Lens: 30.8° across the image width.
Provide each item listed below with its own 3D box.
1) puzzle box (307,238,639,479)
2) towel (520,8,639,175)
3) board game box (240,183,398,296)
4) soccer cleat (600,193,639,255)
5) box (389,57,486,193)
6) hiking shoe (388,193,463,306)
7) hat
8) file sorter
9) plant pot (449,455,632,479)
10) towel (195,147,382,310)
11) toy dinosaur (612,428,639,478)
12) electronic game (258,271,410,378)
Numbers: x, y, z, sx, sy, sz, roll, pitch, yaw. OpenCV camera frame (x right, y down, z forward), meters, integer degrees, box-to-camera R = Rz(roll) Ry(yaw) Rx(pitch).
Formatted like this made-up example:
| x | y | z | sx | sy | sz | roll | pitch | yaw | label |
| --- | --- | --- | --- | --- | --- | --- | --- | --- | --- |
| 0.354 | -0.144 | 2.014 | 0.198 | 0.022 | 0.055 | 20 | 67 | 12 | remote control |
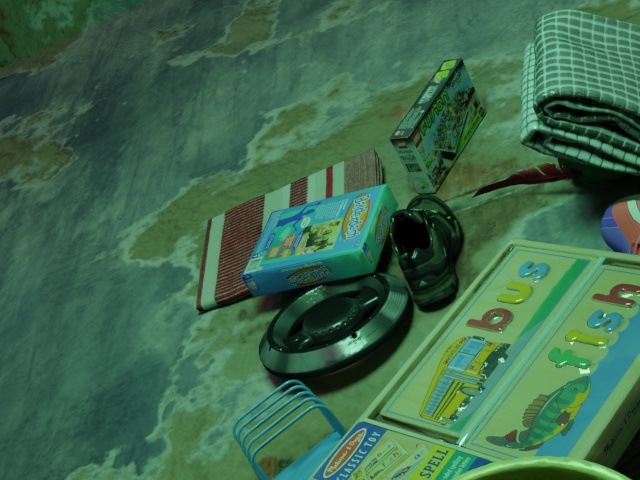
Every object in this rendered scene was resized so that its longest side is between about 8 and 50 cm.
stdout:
| x | y | z | sx | sy | sz | roll | pitch | yaw | label |
| --- | --- | --- | --- | --- | --- | --- | --- | --- | --- |
| 0.208 | 0.155 | 1.223 | 0.272 | 0.052 | 0.409 | 8 | 45 | 45 | puzzle box |
| 0.412 | -0.191 | 1.538 | 0.284 | 0.121 | 0.235 | 14 | 39 | -2 | towel |
| 0.000 | 0.000 | 1.742 | 0.210 | 0.047 | 0.160 | -13 | 34 | 30 | board game box |
| 0.431 | 0.032 | 1.344 | 0.116 | 0.108 | 0.318 | -38 | 35 | -20 | soccer cleat |
| 0.190 | -0.183 | 1.846 | 0.036 | 0.114 | 0.207 | 0 | 43 | 40 | box |
| 0.146 | -0.015 | 1.641 | 0.086 | 0.114 | 0.226 | -21 | 33 | 15 | hiking shoe |
| 0.370 | -0.089 | 1.647 | 0.173 | 0.183 | 0.208 | -15 | 47 | -35 | hat |
| -0.028 | 0.244 | 1.377 | 0.118 | 0.104 | 0.170 | -36 | 9 | -8 | file sorter |
| 0.195 | 0.359 | 0.933 | 0.276 | 0.254 | 0.276 | -22 | 34 | 16 | plant pot |
| -0.046 | -0.014 | 1.883 | 0.329 | 0.037 | 0.237 | -22 | 34 | 17 | towel |
| 0.272 | 0.249 | 1.231 | 0.212 | 0.064 | 0.112 | -17 | 17 | 4 | toy dinosaur |
| 0.019 | 0.116 | 1.626 | 0.229 | 0.048 | 0.229 | -22 | 24 | 10 | electronic game |
